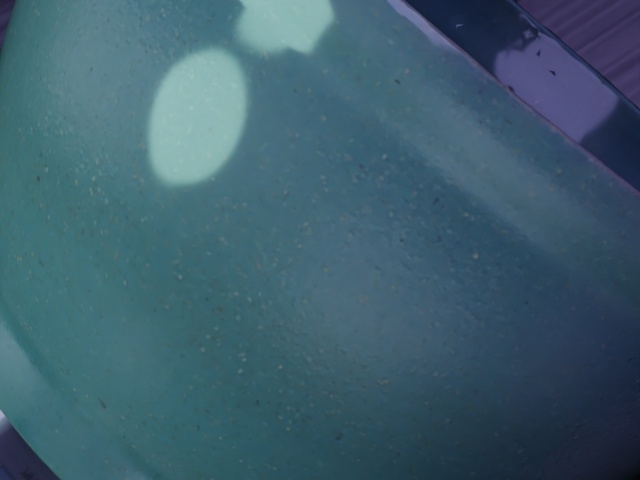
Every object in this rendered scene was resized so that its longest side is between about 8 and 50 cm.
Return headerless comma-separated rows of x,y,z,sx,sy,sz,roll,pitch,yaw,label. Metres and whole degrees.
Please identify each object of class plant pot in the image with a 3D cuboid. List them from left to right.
0.000,0.000,0.628,0.196,0.293,0.293,-50,63,13,plant pot

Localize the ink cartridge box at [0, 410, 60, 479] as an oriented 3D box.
-0.320,0.083,0.714,0.385,0.091,0.308,-35,56,-8,ink cartridge box
